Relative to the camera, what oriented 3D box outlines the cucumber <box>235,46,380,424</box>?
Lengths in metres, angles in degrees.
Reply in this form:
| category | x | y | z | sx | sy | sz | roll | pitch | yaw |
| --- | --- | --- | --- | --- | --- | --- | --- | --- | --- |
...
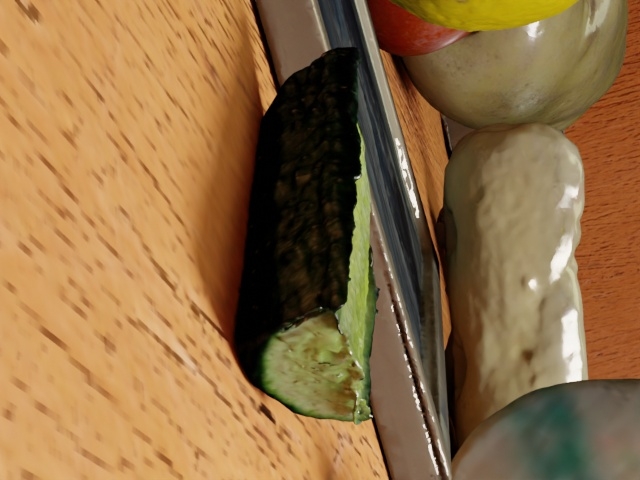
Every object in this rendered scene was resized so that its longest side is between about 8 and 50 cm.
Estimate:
| category | x | y | z | sx | sy | sz | roll | pitch | yaw |
| --- | --- | --- | --- | --- | --- | --- | --- | --- | --- |
| cucumber | 0.000 | 0.000 | 0.546 | 0.220 | 0.046 | 0.070 | -84 | 161 | -62 |

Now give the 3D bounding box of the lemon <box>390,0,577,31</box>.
| category | x | y | z | sx | sy | sz | roll | pitch | yaw |
| --- | --- | --- | --- | --- | --- | --- | --- | --- | --- |
| lemon | 0.085 | -0.200 | 0.811 | 0.193 | 0.181 | 0.180 | -93 | 166 | -54 |

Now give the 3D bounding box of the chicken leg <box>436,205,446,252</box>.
| category | x | y | z | sx | sy | sz | roll | pitch | yaw |
| --- | --- | --- | --- | --- | --- | --- | --- | --- | --- |
| chicken leg | 0.152 | 0.048 | 1.338 | 0.107 | 0.087 | 0.251 | 55 | 26 | -38 |

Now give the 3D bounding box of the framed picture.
| category | x | y | z | sx | sy | sz | roll | pitch | yaw |
| --- | --- | --- | --- | --- | --- | --- | --- | --- | --- |
| framed picture | 0.000 | -0.134 | 0.809 | 0.326 | 0.028 | 0.446 | -79 | 154 | -71 |

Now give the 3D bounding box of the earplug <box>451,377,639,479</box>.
| category | x | y | z | sx | sy | sz | roll | pitch | yaw |
| --- | --- | --- | --- | --- | --- | --- | --- | --- | --- |
| earplug | 0.181 | 0.249 | 0.923 | 0.324 | 0.185 | 0.185 | 73 | 8 | -48 |

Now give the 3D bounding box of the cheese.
| category | x | y | z | sx | sy | sz | roll | pitch | yaw |
| --- | --- | --- | --- | --- | --- | --- | --- | --- | --- |
| cheese | 0.127 | 0.051 | 1.027 | 0.159 | 0.093 | 0.262 | -50 | 138 | -86 |

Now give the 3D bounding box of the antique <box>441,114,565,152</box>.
| category | x | y | z | sx | sy | sz | roll | pitch | yaw |
| --- | --- | --- | --- | --- | --- | --- | --- | --- | --- |
| antique | 0.242 | -0.106 | 1.941 | 0.148 | 0.147 | 0.152 | -94 | 168 | -56 |

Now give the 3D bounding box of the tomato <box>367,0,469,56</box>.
| category | x | y | z | sx | sy | sz | roll | pitch | yaw |
| --- | --- | --- | --- | --- | --- | --- | --- | --- | --- |
| tomato | 0.086 | -0.220 | 1.104 | 0.167 | 0.167 | 0.167 | -14 | 90 | -82 |

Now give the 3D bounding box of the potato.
| category | x | y | z | sx | sy | sz | roll | pitch | yaw |
| --- | --- | --- | --- | --- | --- | --- | --- | --- | --- |
| potato | 0.172 | -0.224 | 1.424 | 0.243 | 0.221 | 0.326 | 67 | 18 | 8 |
